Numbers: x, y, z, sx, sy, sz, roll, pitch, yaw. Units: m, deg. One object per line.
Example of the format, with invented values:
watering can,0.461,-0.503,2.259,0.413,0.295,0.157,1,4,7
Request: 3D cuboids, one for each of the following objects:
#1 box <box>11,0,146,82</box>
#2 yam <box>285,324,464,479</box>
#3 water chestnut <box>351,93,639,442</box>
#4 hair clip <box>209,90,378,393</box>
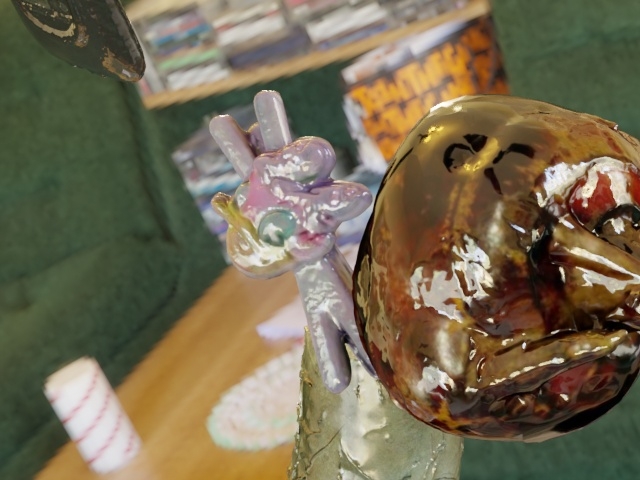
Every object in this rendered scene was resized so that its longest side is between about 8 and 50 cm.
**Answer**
box,-0.245,-0.234,1.399,0.042,0.201,0.212,-40,39,-22
yam,0.062,0.246,1.825,0.241,0.348,0.241,5,23,-2
water chestnut,0.161,0.025,1.168,0.289,0.289,0.244,-30,64,-11
hair clip,-0.003,0.007,1.294,0.137,0.278,0.090,-27,8,24
